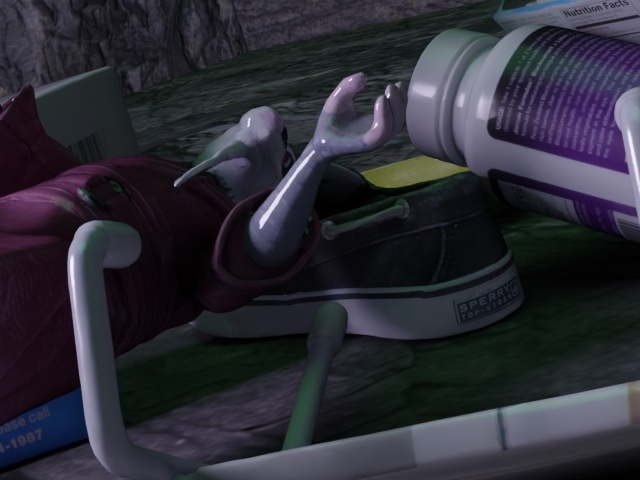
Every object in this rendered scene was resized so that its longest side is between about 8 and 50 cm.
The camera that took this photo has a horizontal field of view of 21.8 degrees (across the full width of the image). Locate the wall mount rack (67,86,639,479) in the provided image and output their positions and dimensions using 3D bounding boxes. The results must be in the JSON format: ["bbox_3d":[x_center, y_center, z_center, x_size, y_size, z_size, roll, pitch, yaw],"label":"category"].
[{"bbox_3d":[0.062,0.042,0.678,0.350,0.130,0.304,-13,-15,16],"label":"wall mount rack"}]

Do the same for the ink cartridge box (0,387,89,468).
[{"bbox_3d":[-0.326,-0.039,0.952,0.286,0.394,0.166,-19,11,-10],"label":"ink cartridge box"}]

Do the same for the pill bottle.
[{"bbox_3d":[0.150,-0.063,0.943,0.193,0.108,0.108,18,30,33],"label":"pill bottle"}]

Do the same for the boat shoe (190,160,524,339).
[{"bbox_3d":[0.000,0.000,1.029,0.108,0.102,0.301,-24,12,-31],"label":"boat shoe"}]

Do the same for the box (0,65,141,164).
[{"bbox_3d":[-0.366,-0.032,1.607,0.345,0.168,0.215,-12,12,22],"label":"box"}]

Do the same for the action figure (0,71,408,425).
[{"bbox_3d":[-0.118,0.027,0.813,0.248,0.275,0.370,22,27,30],"label":"action figure"}]

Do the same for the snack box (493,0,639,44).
[{"bbox_3d":[0.273,-0.109,0.932,0.322,0.187,0.060,-4,51,51],"label":"snack box"}]

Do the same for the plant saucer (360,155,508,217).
[{"bbox_3d":[0.047,-0.020,1.239,0.241,0.037,0.241,-17,10,3],"label":"plant saucer"}]
